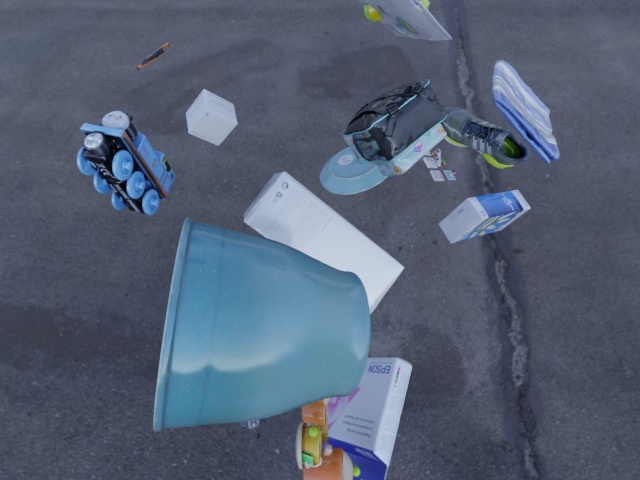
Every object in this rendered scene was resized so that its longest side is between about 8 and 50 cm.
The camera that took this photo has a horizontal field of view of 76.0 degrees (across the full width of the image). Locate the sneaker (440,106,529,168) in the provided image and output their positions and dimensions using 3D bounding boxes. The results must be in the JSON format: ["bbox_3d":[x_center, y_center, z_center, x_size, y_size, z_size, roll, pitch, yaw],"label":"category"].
[{"bbox_3d":[0.487,-0.311,1.207,0.299,0.121,0.111,22,93,-10],"label":"sneaker"}]

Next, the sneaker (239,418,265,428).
[{"bbox_3d":[-0.226,0.445,1.155,0.086,0.226,0.164,6,78,48],"label":"sneaker"}]

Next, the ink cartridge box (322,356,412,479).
[{"bbox_3d":[0.096,0.496,1.155,0.071,0.324,0.330,32,62,-18],"label":"ink cartridge box"}]

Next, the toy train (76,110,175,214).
[{"bbox_3d":[-0.294,-0.115,0.629,0.080,0.184,0.105,9,64,6],"label":"toy train"}]

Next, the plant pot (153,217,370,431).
[{"bbox_3d":[-0.077,0.122,0.577,0.255,0.272,0.272,8,54,-15],"label":"plant pot"}]

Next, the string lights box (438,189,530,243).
[{"bbox_3d":[0.498,-0.076,1.238,0.259,0.133,0.077,-11,64,-34],"label":"string lights box"}]

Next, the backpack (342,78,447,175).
[{"bbox_3d":[0.139,-0.216,0.808,0.166,0.144,0.188,-43,27,-10],"label":"backpack"}]

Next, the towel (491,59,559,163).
[{"bbox_3d":[0.484,-0.317,0.974,0.209,0.034,0.285,41,42,-11],"label":"towel"}]

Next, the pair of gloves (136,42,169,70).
[{"bbox_3d":[-0.360,-0.393,0.880,0.074,0.010,0.083,-45,28,-17],"label":"pair of gloves"}]

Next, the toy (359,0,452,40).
[{"bbox_3d":[0.123,-0.382,0.644,0.056,0.136,0.237,-53,23,13],"label":"toy"}]

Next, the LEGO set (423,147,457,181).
[{"bbox_3d":[0.524,-0.337,1.843,0.244,0.060,0.183,-8,69,-45],"label":"LEGO set"}]

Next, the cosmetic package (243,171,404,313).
[{"bbox_3d":[0.000,0.000,1.051,0.385,0.217,0.156,39,89,-13],"label":"cosmetic package"}]

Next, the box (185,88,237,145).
[{"bbox_3d":[-0.306,-0.343,1.150,0.102,0.101,0.087,-38,54,31],"label":"box"}]

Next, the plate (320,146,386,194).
[{"bbox_3d":[0.084,-0.181,0.973,0.188,0.024,0.188,-14,45,15],"label":"plate"}]

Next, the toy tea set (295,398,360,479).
[{"bbox_3d":[0.020,0.409,0.880,0.124,0.336,0.200,-2,44,4],"label":"toy tea set"}]
